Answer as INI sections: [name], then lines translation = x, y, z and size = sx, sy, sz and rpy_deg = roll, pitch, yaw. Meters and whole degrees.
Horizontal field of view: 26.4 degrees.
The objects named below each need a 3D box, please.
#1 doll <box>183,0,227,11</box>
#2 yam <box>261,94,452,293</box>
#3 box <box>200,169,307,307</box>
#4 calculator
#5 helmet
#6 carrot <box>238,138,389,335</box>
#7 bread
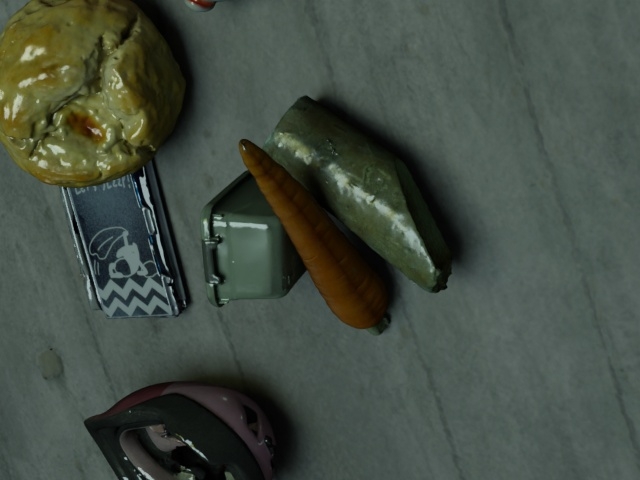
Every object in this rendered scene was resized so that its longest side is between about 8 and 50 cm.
[doll]
translation = -0.157, -0.367, 1.514
size = 0.336, 0.105, 0.200
rpy_deg = 36, 122, 26
[yam]
translation = 0.051, -0.053, 1.488
size = 0.259, 0.106, 0.106
rpy_deg = 37, 124, 17
[box]
translation = -0.064, -0.003, 1.552
size = 0.093, 0.172, 0.124
rpy_deg = 3, 112, 17
[calculator]
translation = -0.264, -0.028, 1.755
size = 0.166, 0.028, 0.274
rpy_deg = -4, 104, 38
[helmet]
translation = -0.158, 0.254, 1.719
size = 0.253, 0.154, 0.198
rpy_deg = 12, 135, 49
[carrot]
translation = 0.000, 0.000, 1.486
size = 0.069, 0.069, 0.336
rpy_deg = 1, 141, 33
[bread]
translation = -0.279, -0.169, 1.590
size = 0.244, 0.134, 0.244
rpy_deg = -3, 118, -6
